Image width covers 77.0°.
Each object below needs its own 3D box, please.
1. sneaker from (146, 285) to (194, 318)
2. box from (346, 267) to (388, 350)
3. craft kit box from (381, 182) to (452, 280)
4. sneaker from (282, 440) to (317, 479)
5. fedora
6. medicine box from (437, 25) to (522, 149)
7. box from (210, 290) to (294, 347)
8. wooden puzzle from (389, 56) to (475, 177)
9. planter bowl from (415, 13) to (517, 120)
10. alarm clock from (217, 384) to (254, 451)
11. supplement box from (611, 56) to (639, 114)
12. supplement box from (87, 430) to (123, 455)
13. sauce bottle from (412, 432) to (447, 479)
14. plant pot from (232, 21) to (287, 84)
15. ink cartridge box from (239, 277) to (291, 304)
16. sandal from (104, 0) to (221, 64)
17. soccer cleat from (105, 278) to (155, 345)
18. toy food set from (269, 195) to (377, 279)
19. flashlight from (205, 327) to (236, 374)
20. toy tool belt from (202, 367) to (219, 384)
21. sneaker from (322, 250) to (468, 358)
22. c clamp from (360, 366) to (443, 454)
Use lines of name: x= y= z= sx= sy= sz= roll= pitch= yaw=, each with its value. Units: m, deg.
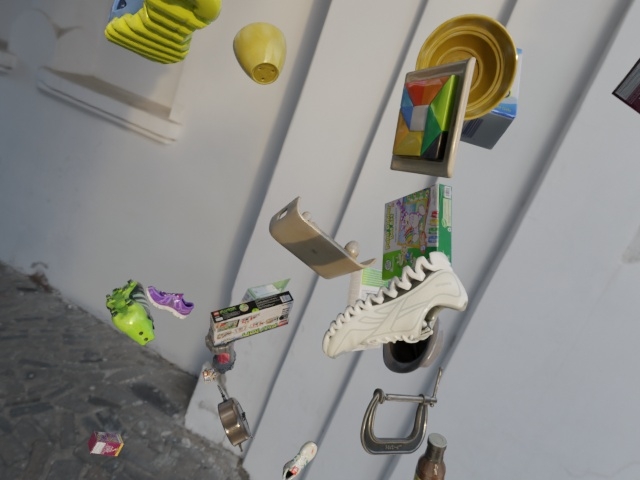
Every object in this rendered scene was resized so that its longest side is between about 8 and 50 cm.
sneaker: x=-0.485 y=0.187 z=1.306 sx=0.170 sy=0.071 sz=0.068 roll=39 pitch=11 yaw=-37
box: x=0.183 y=0.267 z=1.594 sx=0.059 sy=0.321 sz=0.232 roll=5 pitch=-7 yaw=36
craft kit box: x=0.272 y=-0.013 z=1.162 sx=0.061 sy=0.249 sz=0.247 roll=9 pitch=-13 yaw=-23
sneaker: x=-0.071 y=0.771 z=1.392 sx=0.057 sy=0.161 sz=0.075 roll=44 pitch=4 yaw=0
fedora: x=0.345 y=0.349 z=1.424 sx=0.124 sy=0.275 sz=0.244 roll=30 pitch=-35 yaw=-28
medicine box: x=0.428 y=-0.453 z=1.195 sx=0.264 sy=0.289 sz=0.149 roll=17 pitch=-25 yaw=1
box: x=-0.175 y=0.200 z=1.029 sx=0.207 sy=0.114 sz=0.036 roll=-12 pitch=51 yaw=-27
wooden puzzle: x=0.216 y=-0.251 z=0.842 sx=0.044 sy=0.220 sz=0.239 roll=3 pitch=12 yaw=-21
planter bowl: x=0.323 y=-0.388 z=0.923 sx=0.217 sy=0.217 sz=0.090 roll=21 pitch=19 yaw=1
alarm clock: x=-0.260 y=0.513 z=1.189 sx=0.192 sy=0.064 sz=0.129 roll=62 pitch=-12 yaw=5
supplement box: x=0.627 y=-0.251 z=0.717 sx=0.104 sy=0.080 sz=0.188 roll=21 pitch=37 yaw=-5
supplement box: x=-0.661 y=0.625 z=1.239 sx=0.083 sy=0.043 sz=0.055 roll=33 pitch=-9 yaw=-37
sauce bottle: x=0.410 y=0.884 z=1.509 sx=0.112 sy=0.344 sz=0.111 roll=7 pitch=17 yaw=-2
plant pot: x=-0.142 y=-0.441 z=0.983 sx=0.134 sy=0.134 sz=0.095 roll=10 pitch=58 yaw=-38
ink cartridge box: x=-0.198 y=0.227 z=1.439 sx=0.056 sy=0.171 sz=0.235 roll=44 pitch=26 yaw=25
sandal: x=-0.244 y=-0.383 z=0.636 sx=0.126 sy=0.138 sz=0.318 roll=11 pitch=-7 yaw=-44
soccer cleat: x=-0.303 y=0.114 z=0.649 sx=0.060 sy=0.072 sz=0.179 roll=-34 pitch=24 yaw=-17
toy food set: x=0.000 y=0.000 z=1.247 sx=0.306 sy=0.092 sz=0.220 roll=39 pitch=-29 yaw=-15
flashlight: x=-0.366 y=0.411 z=1.481 sx=0.103 sy=0.304 sz=0.103 roll=15 pitch=51 yaw=-3
toy tool belt: x=-0.365 y=0.447 z=1.344 sx=0.051 sy=0.083 sz=0.052 roll=-13 pitch=63 yaw=-19
sneaker: x=0.128 y=0.144 z=0.732 sx=0.118 sy=0.292 sz=0.110 roll=59 pitch=17 yaw=23
c clamp: x=0.128 y=0.268 z=0.637 sx=0.161 sy=0.137 sz=0.022 roll=11 pitch=-5 yaw=-33
